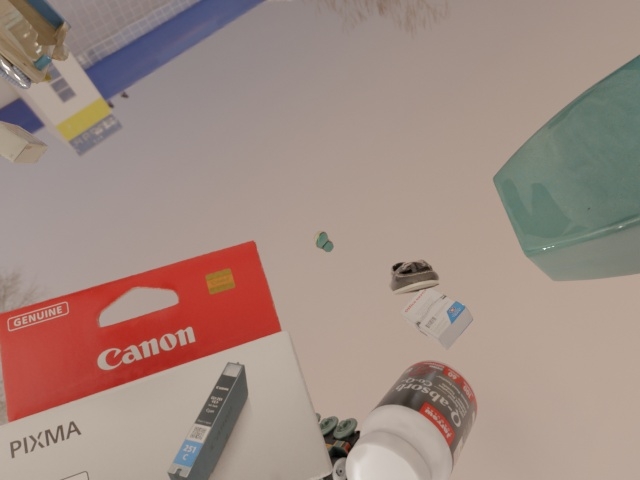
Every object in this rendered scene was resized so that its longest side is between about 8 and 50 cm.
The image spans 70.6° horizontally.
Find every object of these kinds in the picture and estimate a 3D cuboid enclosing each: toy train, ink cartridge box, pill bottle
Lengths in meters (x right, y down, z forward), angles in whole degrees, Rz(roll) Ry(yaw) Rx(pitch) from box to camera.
[{"bbox_3d":[0.008,0.607,1.286,0.190,0.142,0.333,-38,-170,-37],"label":"toy train"},{"bbox_3d":[0.382,0.250,1.500,0.140,0.082,0.190,-47,-147,-9],"label":"ink cartridge box"},{"bbox_3d":[0.218,0.443,1.038,0.210,0.210,0.363,6,-165,31],"label":"pill bottle"},{"bbox_3d":[-0.169,0.145,0.446,0.296,0.066,0.261,-17,-108,-11],"label":"ink cartridge box"}]

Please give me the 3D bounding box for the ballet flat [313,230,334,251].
[{"bbox_3d":[0.000,0.000,1.526,0.052,0.168,0.057,37,-97,23],"label":"ballet flat"}]

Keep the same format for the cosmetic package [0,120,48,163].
[{"bbox_3d":[-0.493,-0.158,0.731,0.041,0.060,0.115,-54,-159,-4],"label":"cosmetic package"}]

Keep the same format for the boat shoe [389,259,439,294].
[{"bbox_3d":[0.230,0.089,1.190,0.112,0.335,0.096,-10,-99,0],"label":"boat shoe"}]

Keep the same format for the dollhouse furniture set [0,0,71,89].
[{"bbox_3d":[-0.442,-0.225,0.465,0.198,0.303,0.286,-35,-135,8],"label":"dollhouse furniture set"}]

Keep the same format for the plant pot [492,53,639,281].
[{"bbox_3d":[0.314,-0.061,0.452,0.234,0.165,0.166,-30,-127,30],"label":"plant pot"}]
